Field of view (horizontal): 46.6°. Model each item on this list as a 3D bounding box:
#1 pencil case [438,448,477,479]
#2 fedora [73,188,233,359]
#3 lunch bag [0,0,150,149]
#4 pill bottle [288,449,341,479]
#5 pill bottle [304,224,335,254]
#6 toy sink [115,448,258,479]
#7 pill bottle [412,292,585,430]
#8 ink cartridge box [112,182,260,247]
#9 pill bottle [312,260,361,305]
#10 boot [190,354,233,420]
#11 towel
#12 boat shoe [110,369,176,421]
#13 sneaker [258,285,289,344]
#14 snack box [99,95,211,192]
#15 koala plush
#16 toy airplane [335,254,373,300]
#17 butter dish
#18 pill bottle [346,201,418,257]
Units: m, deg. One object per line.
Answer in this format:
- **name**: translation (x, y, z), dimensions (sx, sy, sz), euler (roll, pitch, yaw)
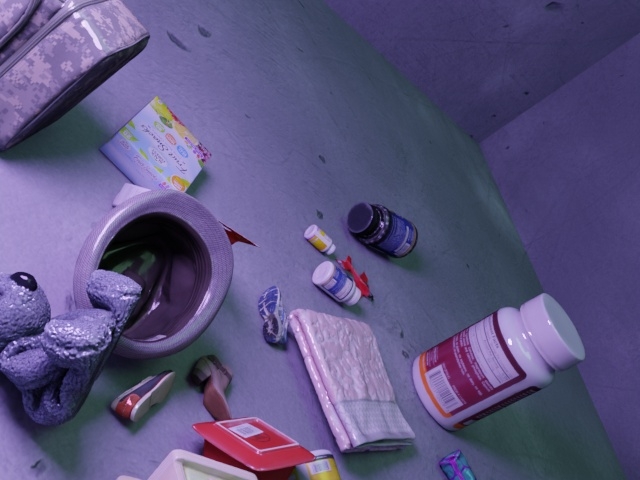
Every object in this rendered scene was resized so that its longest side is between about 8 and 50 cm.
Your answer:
- **pencil case**: translation (0.345, 0.579, 1.770), dimensions (0.151, 0.065, 0.070), euler (60, 1, 11)
- **fedora**: translation (-0.283, 0.059, 1.191), dimensions (0.244, 0.124, 0.275), euler (44, 58, -26)
- **lunch bag**: translation (-0.478, -0.332, 1.194), dimensions (0.256, 0.305, 0.212), euler (53, 23, -13)
- **pill bottle**: translation (-0.001, 0.463, 1.275), dimensions (0.103, 0.103, 0.184), euler (19, 44, -51)
- **pill bottle**: translation (0.000, 0.000, 1.899), dimensions (0.083, 0.043, 0.043), euler (43, 28, -25)
- **toy sink**: translation (-0.161, 0.375, 0.984), dimensions (0.153, 0.131, 0.234), euler (33, 11, -34)
- **pill bottle**: translation (0.451, 0.308, 1.898), dimensions (0.224, 0.392, 0.224), euler (40, 29, -29)
- **ink cartridge box**: translation (-0.246, -0.028, 1.340), dimensions (0.189, 0.066, 0.232), euler (34, -8, -37)
- **pill bottle**: translation (0.043, 0.108, 1.814), dimensions (0.120, 0.067, 0.067), euler (40, 30, -29)
- **boot**: translation (-0.177, 0.253, 1.299), dimensions (0.118, 0.042, 0.087), euler (56, 23, 1)
- **towel**: translation (0.078, 0.304, 1.621), dimensions (0.332, 0.053, 0.316), euler (23, 39, -59)
- **boat shoe**: translation (-0.271, 0.235, 1.157), dimensions (0.043, 0.049, 0.137), euler (18, 22, 14)
- **sneaker**: translation (-0.094, 0.159, 1.554), dimensions (0.058, 0.052, 0.135), euler (42, 34, -46)
- **snack box**: translation (-0.330, -0.181, 1.522), dimensions (0.174, 0.070, 0.207), euler (47, 29, -17)
- **koala plush**: translation (-0.391, 0.121, 0.982), dimensions (0.221, 0.203, 0.196), euler (28, 21, -7)
- **toy airplane**: translation (0.096, 0.099, 1.960), dimensions (0.151, 0.028, 0.151), euler (39, 31, -29)
- **butter dish**: translation (-0.118, 0.363, 1.193), dimensions (0.160, 0.118, 0.160), euler (23, 8, 35)
- **pill bottle**: translation (0.176, -0.033, 2.149), dimensions (0.219, 0.123, 0.122), euler (25, 38, -47)
